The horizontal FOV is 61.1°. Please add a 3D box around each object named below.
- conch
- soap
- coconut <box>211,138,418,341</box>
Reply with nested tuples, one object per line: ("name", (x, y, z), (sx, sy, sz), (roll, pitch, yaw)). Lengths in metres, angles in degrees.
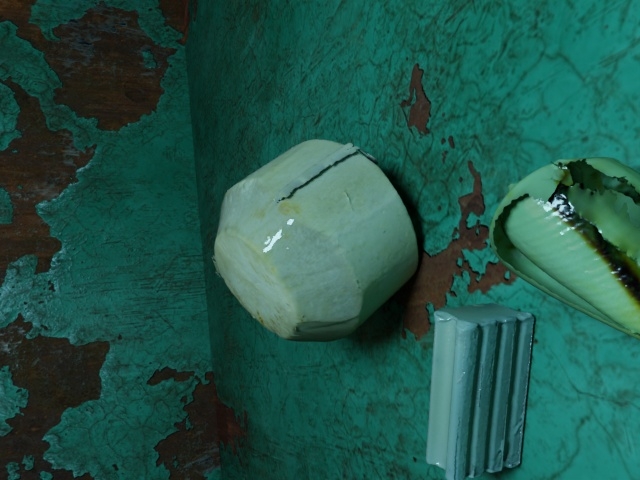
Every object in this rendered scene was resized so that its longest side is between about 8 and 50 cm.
("conch", (0.262, 0.009, 0.472), (0.250, 0.137, 0.143), (-133, 47, -54))
("soap", (0.192, 0.182, 0.663), (0.063, 0.115, 0.198), (-159, 70, -63))
("coconut", (0.000, 0.000, 0.877), (0.323, 0.323, 0.322), (178, 90, -65))
